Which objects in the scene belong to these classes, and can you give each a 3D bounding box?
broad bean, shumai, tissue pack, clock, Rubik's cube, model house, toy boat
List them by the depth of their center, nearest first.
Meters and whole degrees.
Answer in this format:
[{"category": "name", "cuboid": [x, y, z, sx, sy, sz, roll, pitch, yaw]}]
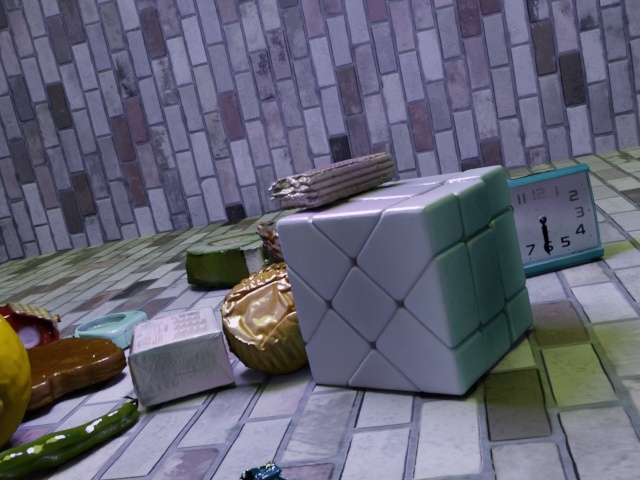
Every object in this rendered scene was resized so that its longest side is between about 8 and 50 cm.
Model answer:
[{"category": "toy boat", "cuboid": [-0.061, 0.317, 0.896, 0.060, 0.061, 0.137, -18, 13, -27]}, {"category": "broad bean", "cuboid": [-0.429, 0.342, 1.206, 0.098, 0.056, 0.318, -12, 4, 34]}, {"category": "Rubik's cube", "cuboid": [0.159, 0.063, 1.269, 0.318, 0.322, 0.316, -5, 14, 39]}, {"category": "tissue pack", "cuboid": [-0.286, 0.228, 1.424, 0.185, 0.124, 0.225, -15, 11, -11]}, {"category": "clock", "cuboid": [0.512, -0.045, 1.667, 0.262, 0.231, 0.116, -14, 7, -6]}, {"category": "clock", "cuboid": [-0.561, 0.240, 1.821, 0.211, 0.066, 0.159, -7, 12, 26]}, {"category": "model house", "cuboid": [-0.795, 0.243, 1.823, 0.254, 0.160, 0.196, -17, 11, -28]}, {"category": "shumai", "cuboid": [0.003, -0.003, 1.884, 0.283, 0.217, 0.346, -30, 15, -9]}]

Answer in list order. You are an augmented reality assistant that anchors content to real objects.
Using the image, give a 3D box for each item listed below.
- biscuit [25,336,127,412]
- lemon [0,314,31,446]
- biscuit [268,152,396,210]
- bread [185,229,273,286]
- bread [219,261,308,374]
[{"category": "biscuit", "cuboid": [-0.611, 0.298, 1.573, 0.381, 0.074, 0.359, -5, 14, 21]}, {"category": "lemon", "cuboid": [-0.676, 0.251, 1.225, 0.364, 0.364, 0.364, -12, 11, 2]}, {"category": "biscuit", "cuboid": [0.027, -0.110, 1.297, 0.239, 0.062, 0.108, -20, 11, -41]}, {"category": "bread", "cuboid": [-0.241, 0.056, 2.242, 0.366, 0.129, 0.382, -15, 12, -29]}, {"category": "bread", "cuboid": [-0.084, 0.141, 1.382, 0.240, 0.240, 0.139, -11, -33, 8]}]
